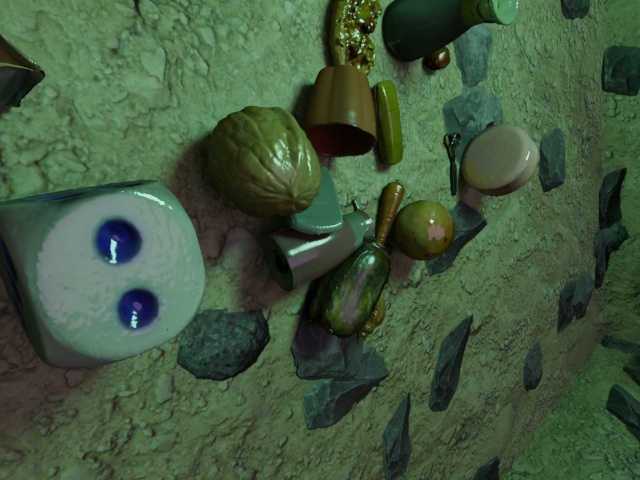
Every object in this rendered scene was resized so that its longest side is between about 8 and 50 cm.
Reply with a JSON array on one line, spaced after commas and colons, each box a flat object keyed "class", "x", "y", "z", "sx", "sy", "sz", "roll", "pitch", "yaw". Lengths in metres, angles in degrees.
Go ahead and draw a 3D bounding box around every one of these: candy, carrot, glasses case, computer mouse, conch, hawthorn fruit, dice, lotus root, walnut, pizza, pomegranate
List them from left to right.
[{"class": "dice", "x": -0.361, "y": 0.039, "z": 0.693, "sx": 0.243, "sy": 0.259, "sz": 0.251, "roll": -22, "pitch": 109, "yaw": -38}, {"class": "walnut", "x": -0.113, "y": -0.156, "z": 0.870, "sx": 0.225, "sy": 0.261, "sz": 0.224, "roll": -20, "pitch": 138, "yaw": -19}, {"class": "computer mouse", "x": -0.025, "y": -0.098, "z": 1.003, "sx": 0.128, "sy": 0.079, "sz": 0.230, "roll": 2, "pitch": 52, "yaw": -13}, {"class": "lotus root", "x": 0.080, "y": 0.122, "z": 1.136, "sx": 0.160, "sy": 0.152, "sz": 0.274, "roll": 36, "pitch": 79, "yaw": -20}, {"class": "pizza", "x": 0.096, "y": -0.531, "z": 1.089, "sx": 0.162, "sy": 0.086, "sz": 0.305, "roll": -8, "pitch": 104, "yaw": -40}, {"class": "conch", "x": 0.151, "y": 0.147, "z": 1.255, "sx": 0.109, "sy": 0.093, "sz": 0.330, "roll": 46, "pitch": 49, "yaw": -43}, {"class": "carrot", "x": 0.193, "y": -0.064, "z": 1.269, "sx": 0.061, "sy": 0.061, "sz": 0.256, "roll": 20, "pitch": 89, "yaw": -40}, {"class": "glasses case", "x": 0.192, "y": -0.331, "z": 1.213, "sx": 0.079, "sy": 0.064, "sz": 0.234, "roll": -25, "pitch": 112, "yaw": -36}, {"class": "pomegranate", "x": 0.304, "y": -0.032, "z": 1.281, "sx": 0.191, "sy": 0.191, "sz": 0.191, "roll": -8, "pitch": 102, "yaw": -39}, {"class": "hawthorn fruit", "x": 0.362, "y": -0.562, "z": 1.318, "sx": 0.077, "sy": 0.077, "sz": 0.077, "roll": -8, "pitch": 102, "yaw": -39}, {"class": "candy", "x": 0.608, "y": -0.280, "z": 1.458, "sx": 0.095, "sy": 0.255, "sz": 0.255, "roll": 21, "pitch": 83, "yaw": -39}]

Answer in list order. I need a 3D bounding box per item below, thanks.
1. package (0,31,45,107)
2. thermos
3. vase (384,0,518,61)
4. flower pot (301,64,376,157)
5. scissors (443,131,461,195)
[{"class": "package", "x": -0.497, "y": -0.194, "z": 0.500, "sx": 0.221, "sy": 0.311, "sz": 0.164, "roll": 40, "pitch": 69, "yaw": -38}, {"class": "thermos", "x": 0.000, "y": 0.000, "z": 1.046, "sx": 0.265, "sy": 0.176, "sz": 0.145, "roll": -24, "pitch": 130, "yaw": -26}, {"class": "vase", "x": 0.340, "y": -0.590, "z": 1.127, "sx": 0.173, "sy": 0.321, "sz": 0.173, "roll": -8, "pitch": 103, "yaw": -39}, {"class": "flower pot", "x": 0.049, "y": -0.315, "z": 1.032, "sx": 0.191, "sy": 0.191, "sz": 0.173, "roll": 16, "pitch": 75, "yaw": -40}, {"class": "scissors", "x": 0.463, "y": -0.264, "z": 1.483, "sx": 0.088, "sy": 0.017, "sz": 0.220, "roll": -18, "pitch": 109, "yaw": -37}]
